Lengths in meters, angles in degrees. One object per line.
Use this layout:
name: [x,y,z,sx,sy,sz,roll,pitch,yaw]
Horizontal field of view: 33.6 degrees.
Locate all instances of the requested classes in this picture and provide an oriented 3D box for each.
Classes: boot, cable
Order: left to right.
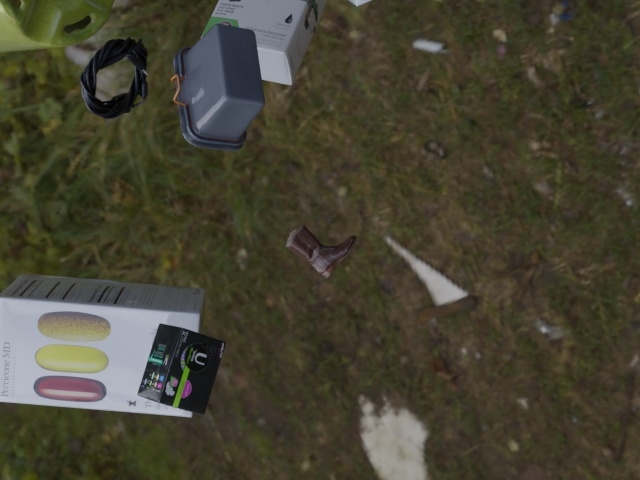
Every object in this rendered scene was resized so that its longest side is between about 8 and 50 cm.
cable: [-0.377,-0.304,1.974,0.047,0.184,0.151,26,112,23]
boot: [0.000,0.000,2.054,0.114,0.106,0.037,40,166,-9]

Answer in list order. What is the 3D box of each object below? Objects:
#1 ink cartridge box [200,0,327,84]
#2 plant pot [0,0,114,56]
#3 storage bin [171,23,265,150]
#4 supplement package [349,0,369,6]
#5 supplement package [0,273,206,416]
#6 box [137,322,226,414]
ink cartridge box: [-0.093,-0.393,1.853,0.160,0.219,0.093,12,152,14]
plant pot: [-0.391,-0.339,1.311,0.254,0.276,0.276,17,119,42]
storage bin: [-0.120,-0.190,1.266,0.091,0.098,0.135,-39,54,50]
supplement package: [0.083,-0.431,1.407,0.203,0.194,0.149,-120,6,-64]
supplement package: [-0.273,0.129,1.335,0.134,0.244,0.139,-104,19,-79]
box: [-0.151,0.140,1.154,0.052,0.062,0.083,3,74,52]
